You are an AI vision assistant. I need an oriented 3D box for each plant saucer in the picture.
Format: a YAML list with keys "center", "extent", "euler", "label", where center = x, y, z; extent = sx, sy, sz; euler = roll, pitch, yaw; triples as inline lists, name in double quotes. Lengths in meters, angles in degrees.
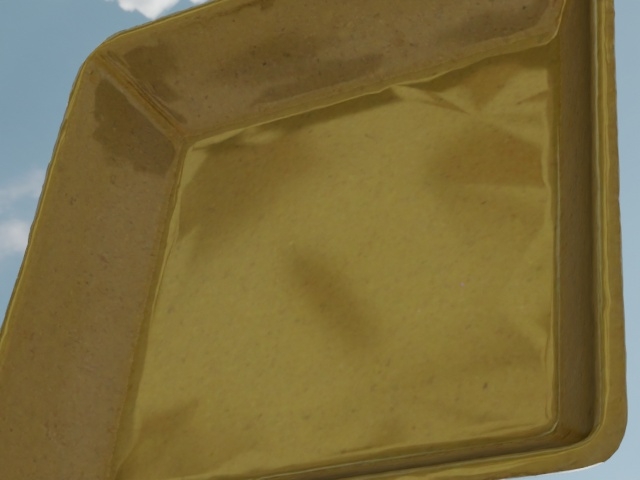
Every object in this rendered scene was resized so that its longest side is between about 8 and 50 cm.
- center: [0.000, 0.000, 0.665]
  extent: [0.333, 0.081, 0.332]
  euler: [-13, -131, 27]
  label: "plant saucer"
